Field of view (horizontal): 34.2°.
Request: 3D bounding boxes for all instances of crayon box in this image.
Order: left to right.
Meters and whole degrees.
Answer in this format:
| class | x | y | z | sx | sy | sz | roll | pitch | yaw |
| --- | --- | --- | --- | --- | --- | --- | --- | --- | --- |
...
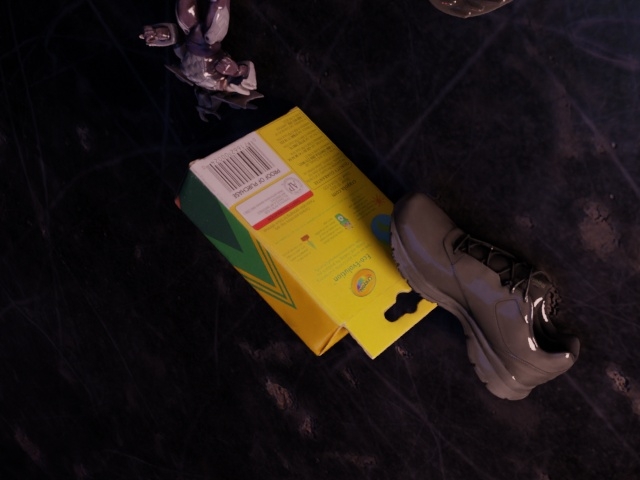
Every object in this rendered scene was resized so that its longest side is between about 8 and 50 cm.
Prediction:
| class | x | y | z | sx | sy | sz | roll | pitch | yaw |
| --- | --- | --- | --- | --- | --- | --- | --- | --- | --- |
| crayon box | 0.000 | 0.000 | 1.287 | 0.318 | 0.202 | 0.081 | 47 | 140 | 12 |

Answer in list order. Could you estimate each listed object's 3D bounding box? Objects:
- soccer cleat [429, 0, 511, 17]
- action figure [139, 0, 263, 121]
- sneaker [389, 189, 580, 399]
| class | x | y | z | sx | sy | sz | roll | pitch | yaw |
| --- | --- | --- | --- | --- | --- | --- | --- | --- | --- |
| soccer cleat | 0.238 | -0.304 | 0.935 | 0.318 | 0.116 | 0.108 | -16 | 130 | 32 |
| action figure | -0.155 | -0.274 | 1.342 | 0.185 | 0.099 | 0.285 | 22 | 134 | 22 |
| sneaker | 0.197 | 0.050 | 1.219 | 0.286 | 0.109 | 0.130 | 50 | 134 | -7 |
